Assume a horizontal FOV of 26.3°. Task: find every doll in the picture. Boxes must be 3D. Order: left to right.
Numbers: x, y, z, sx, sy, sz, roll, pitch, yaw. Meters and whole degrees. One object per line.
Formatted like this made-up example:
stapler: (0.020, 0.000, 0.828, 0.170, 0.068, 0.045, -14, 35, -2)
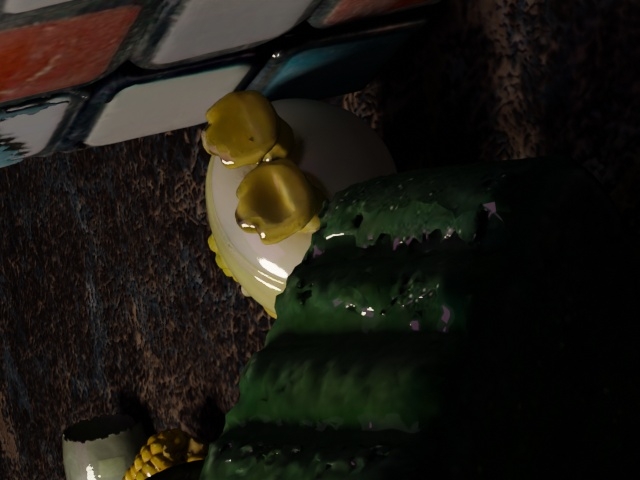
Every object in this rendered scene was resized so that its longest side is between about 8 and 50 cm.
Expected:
doll: (-0.011, 0.006, 0.882, 0.141, 0.117, 0.296, 58, 168, 23)

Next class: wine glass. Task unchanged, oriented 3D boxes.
wine glass: (-0.167, 0.348, 1.378, 0.264, 0.096, 0.309, 13, 114, 63)

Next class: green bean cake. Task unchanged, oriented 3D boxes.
green bean cake: (0.090, 0.149, 0.717, 0.169, 0.300, 0.308, -3, 143, 47)

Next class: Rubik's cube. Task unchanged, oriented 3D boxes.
Rubik's cube: (-0.103, -0.266, 0.728, 0.362, 0.363, 0.359, 67, 153, 13)

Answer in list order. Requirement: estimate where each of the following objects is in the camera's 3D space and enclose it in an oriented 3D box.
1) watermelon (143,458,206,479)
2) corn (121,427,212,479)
watermelon: (-0.089, 0.281, 1.113, 0.212, 0.212, 0.212, 34, 131, 49)
corn: (-0.178, 0.315, 1.273, 0.102, 0.102, 0.313, 38, 102, 47)
